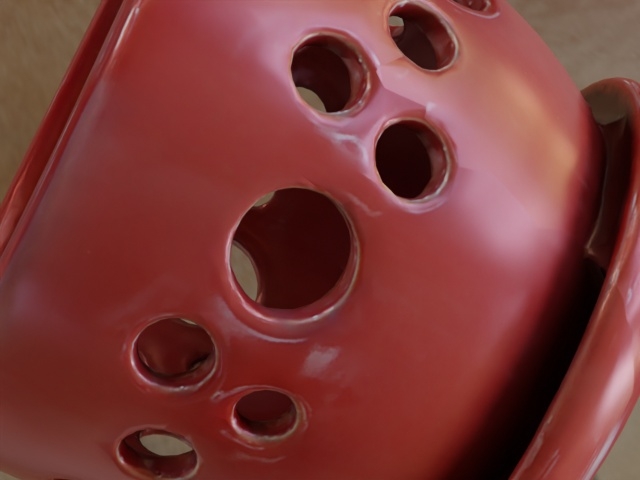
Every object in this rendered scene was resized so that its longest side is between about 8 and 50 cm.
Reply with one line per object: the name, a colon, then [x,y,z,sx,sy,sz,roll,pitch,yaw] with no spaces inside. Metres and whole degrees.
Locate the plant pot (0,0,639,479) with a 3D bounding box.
plant pot: [0.000,0.000,0.541,0.174,0.191,0.191,24,103,-9]
